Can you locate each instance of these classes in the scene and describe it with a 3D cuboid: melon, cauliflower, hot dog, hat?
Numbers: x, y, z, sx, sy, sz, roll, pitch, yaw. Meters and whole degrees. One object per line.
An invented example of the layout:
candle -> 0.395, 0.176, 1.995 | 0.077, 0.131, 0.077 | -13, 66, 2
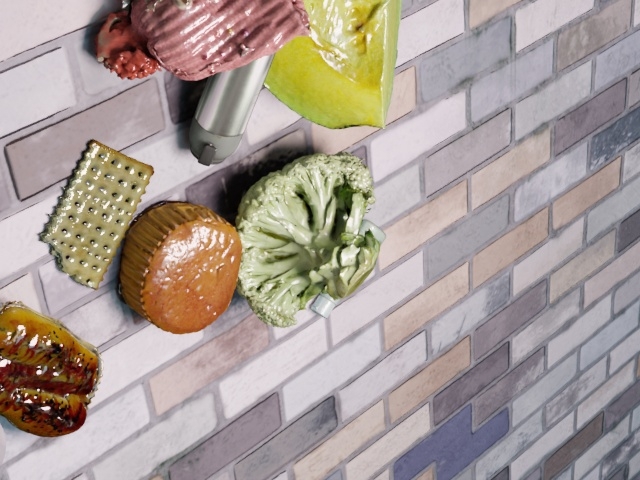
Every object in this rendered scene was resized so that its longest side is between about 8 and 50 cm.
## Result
melon -> 0.015, -0.332, 1.776 | 0.331, 0.226, 0.343 | -31, 141, -28
cauliflower -> 0.000, 0.000, 1.923 | 0.272, 0.250, 0.275 | -28, 135, -32
hot dog -> -0.412, 0.187, 1.718 | 0.162, 0.082, 0.270 | -56, 140, -9
hat -> -0.178, -0.312, 1.599 | 0.286, 0.236, 0.107 | -31, 173, 8

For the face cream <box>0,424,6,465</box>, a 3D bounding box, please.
face cream -> -0.501, 0.284, 1.649 | 0.104, 0.117, 0.117 | 5, 108, -57

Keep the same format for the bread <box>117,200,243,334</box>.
bread -> -0.207, 0.044, 1.826 | 0.199, 0.104, 0.199 | -18, 122, -32

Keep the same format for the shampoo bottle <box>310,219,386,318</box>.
shampoo bottle -> 0.049, 0.055, 2.172 | 0.190, 0.041, 0.069 | -57, 146, -6

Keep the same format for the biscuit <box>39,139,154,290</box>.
biscuit -> -0.326, -0.037, 1.730 | 0.144, 0.016, 0.203 | 28, 89, -51

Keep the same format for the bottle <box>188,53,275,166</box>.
bottle -> -0.128, -0.214, 1.730 | 0.096, 0.080, 0.253 | -80, -167, -49
